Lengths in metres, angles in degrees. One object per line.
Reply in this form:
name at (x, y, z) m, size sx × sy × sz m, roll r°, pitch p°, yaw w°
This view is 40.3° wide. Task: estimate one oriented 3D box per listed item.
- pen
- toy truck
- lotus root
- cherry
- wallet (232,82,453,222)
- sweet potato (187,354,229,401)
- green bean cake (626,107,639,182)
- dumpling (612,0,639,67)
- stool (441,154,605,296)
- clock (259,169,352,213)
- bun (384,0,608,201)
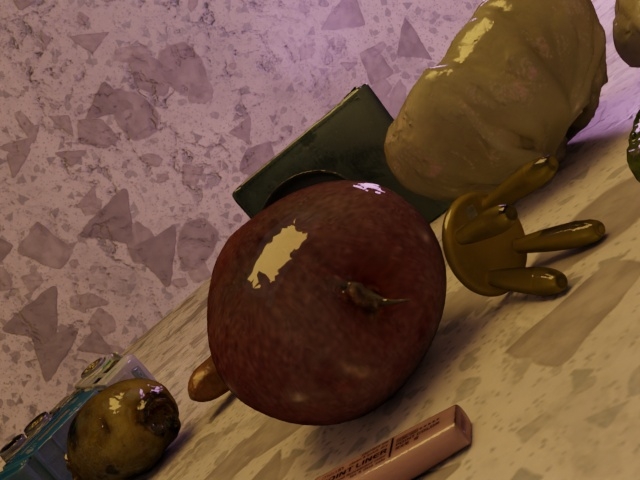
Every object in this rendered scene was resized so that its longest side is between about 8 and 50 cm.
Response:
pen at (0.038, 0.198, 0.727) m, size 0.197 × 0.032 × 0.053 m, roll -36°, pitch 10°, yaw 19°
toy truck at (-0.455, 0.369, 1.635) m, size 0.175 × 0.146 × 0.367 m, roll -19°, pitch 24°, yaw 48°
lotus root at (-0.329, 0.313, 1.382) m, size 0.278 × 0.154 × 0.154 m, roll -40°, pitch 7°, yaw 40°
cherry at (-0.006, 0.063, 0.909) m, size 0.307 × 0.221 × 0.261 m, roll 7°, pitch 56°, yaw 53°
wallet at (0.039, -0.075, 1.424) m, size 0.290 × 0.251 × 0.054 m, roll -37°, pitch 12°, yaw 13°
sweet potato at (-0.101, 0.139, 1.439) m, size 0.106 × 0.095 × 0.355 m, roll -28°, pitch 15°, yaw 38°
green bean cake at (0.351, -0.109, 0.676) m, size 0.200 × 0.113 × 0.214 m, roll -33°, pitch 11°, yaw 35°
dumpling at (0.459, -0.310, 1.212) m, size 0.118 × 0.136 × 0.199 m, roll -29°, pitch 23°, yaw 24°
stool at (0.194, -0.007, 0.856) m, size 0.110 × 0.135 × 0.134 m, roll -21°, pitch 65°, yaw 58°
clock at (0.000, 0.000, 1.349) m, size 0.215 × 0.215 × 0.042 m, roll -37°, pitch -18°, yaw 19°
bun at (0.256, -0.194, 1.197) m, size 0.365 × 0.219 × 0.365 m, roll -51°, pitch -4°, yaw -5°
